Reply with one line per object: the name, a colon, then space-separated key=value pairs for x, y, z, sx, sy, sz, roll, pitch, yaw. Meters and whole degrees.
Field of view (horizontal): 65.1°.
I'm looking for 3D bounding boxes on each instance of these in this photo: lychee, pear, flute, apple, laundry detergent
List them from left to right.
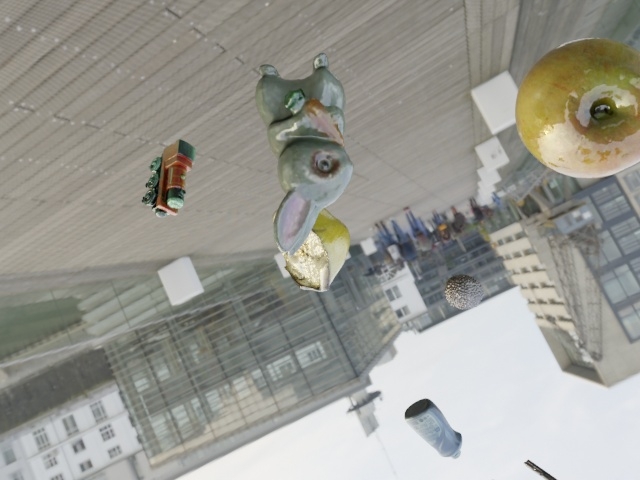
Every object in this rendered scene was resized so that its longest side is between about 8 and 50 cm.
pear: x=0.000 y=-0.002 z=1.410 sx=0.178 sy=0.267 sz=0.267 roll=-28 pitch=175 yaw=-27
laundry detergent: x=0.327 y=0.536 z=1.397 sx=0.096 sy=0.206 sz=0.061 roll=-36 pitch=-168 yaw=18
lychee: x=0.286 y=0.102 z=0.995 sx=0.068 sy=0.083 sz=0.067 roll=-37 pitch=-159 yaw=33
apple: x=0.348 y=-0.172 z=0.657 sx=0.182 sy=0.183 sz=0.155 roll=-28 pitch=-176 yaw=17
flute: x=0.440 y=0.428 z=0.769 sx=0.014 sy=0.269 sz=0.014 roll=-32 pitch=138 yaw=-34

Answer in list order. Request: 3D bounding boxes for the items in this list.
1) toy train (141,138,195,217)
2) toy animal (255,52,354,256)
toy train: x=-0.202 y=-0.081 z=0.679 sx=0.064 sy=0.103 sz=0.044 roll=-19 pitch=148 yaw=30
toy animal: x=-0.013 y=-0.104 z=0.635 sx=0.127 sy=0.252 sz=0.125 roll=14 pitch=154 yaw=-43
